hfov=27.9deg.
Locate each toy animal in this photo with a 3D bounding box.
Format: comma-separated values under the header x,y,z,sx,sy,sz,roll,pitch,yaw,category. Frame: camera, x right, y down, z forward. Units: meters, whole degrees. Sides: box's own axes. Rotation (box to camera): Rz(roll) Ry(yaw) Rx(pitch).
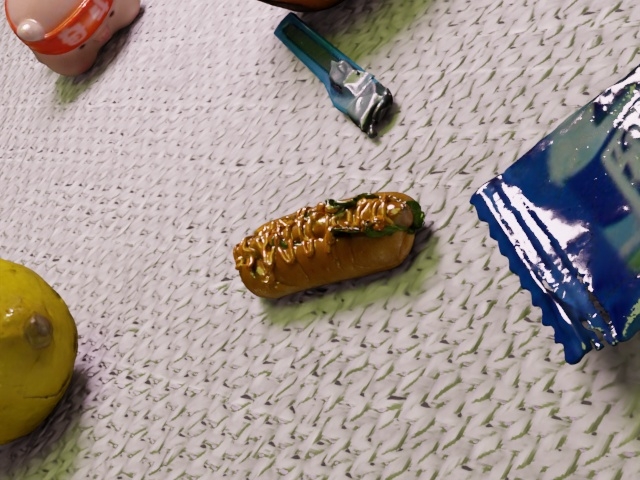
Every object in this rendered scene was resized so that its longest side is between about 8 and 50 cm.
x,y,z,sx,sy,sz,roll,pitch,yaw,category
-0.327,-0.309,1.660,0.171,0.171,0.198,-46,23,2,toy animal

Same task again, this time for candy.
x,y,z,sx,sy,sz,roll,pitch,yaw,category
0.245,-0.075,0.764,0.331,0.077,0.187,-39,34,8,candy

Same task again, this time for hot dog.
x,y,z,sx,sy,sz,roll,pitch,yaw,category
0.000,0.000,0.997,0.188,0.055,0.072,-16,44,39,hot dog

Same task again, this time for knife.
x,y,z,sx,sy,sz,roll,pitch,yaw,category
0.005,-0.163,1.203,0.044,0.026,0.296,-55,30,10,knife

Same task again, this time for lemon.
x,y,z,sx,sy,sz,roll,pitch,yaw,category
-0.314,0.104,1.155,0.193,0.180,0.180,-58,25,27,lemon

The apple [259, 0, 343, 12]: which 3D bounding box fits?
x,y,z,sx,sy,sz,roll,pitch,yaw,category
-0.020,-0.334,1.257,0.230,0.230,0.230,-31,35,25,apple
